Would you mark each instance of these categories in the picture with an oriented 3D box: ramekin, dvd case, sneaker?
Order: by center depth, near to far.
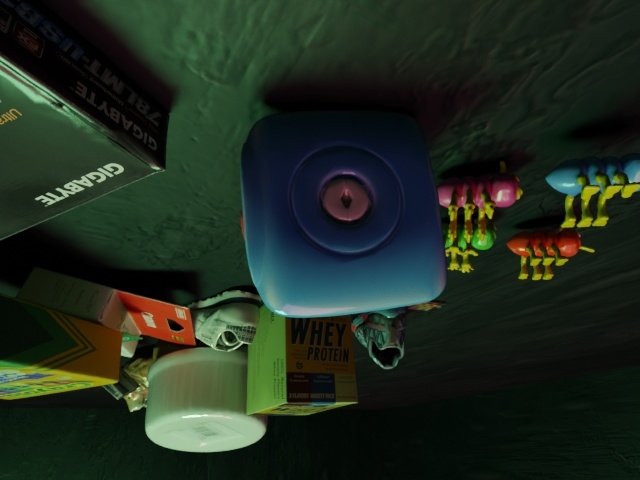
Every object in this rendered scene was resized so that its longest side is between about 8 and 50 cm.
[{"bbox_3d":[-0.197,0.164,0.822,0.090,0.095,0.235,15,152,-36],"label":"sneaker"},{"bbox_3d":[0.120,0.209,0.908,0.104,0.125,0.262,-3,154,1],"label":"sneaker"},{"bbox_3d":[-0.240,0.355,0.941,0.277,0.135,0.277,-3,140,-3],"label":"ramekin"},{"bbox_3d":[-0.473,0.275,0.944,0.164,0.018,0.221,43,160,-1],"label":"dvd case"}]

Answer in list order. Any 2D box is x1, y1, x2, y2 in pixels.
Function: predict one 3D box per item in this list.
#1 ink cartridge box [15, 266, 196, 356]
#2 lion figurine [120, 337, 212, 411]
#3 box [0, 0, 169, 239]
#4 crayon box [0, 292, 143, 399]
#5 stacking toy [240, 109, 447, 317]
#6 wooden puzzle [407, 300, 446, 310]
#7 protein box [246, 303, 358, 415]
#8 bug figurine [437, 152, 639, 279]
[{"bbox_3d":[-0.349,0.152,0.762,0.238,0.060,0.275,17,151,-5],"label":"ink cartridge box"},{"bbox_3d":[-0.369,0.307,1.085,0.240,0.142,0.392,18,134,-21],"label":"lion figurine"},{"bbox_3d":[-0.318,-0.099,0.295,0.295,0.073,0.293,-15,149,20],"label":"box"},{"bbox_3d":[-0.427,0.155,0.588,0.203,0.083,0.323,-12,155,11],"label":"crayon box"},{"bbox_3d":[0.000,0.000,0.481,0.165,0.175,0.302,-4,168,-9],"label":"stacking toy"},{"bbox_3d":[0.216,0.134,0.900,0.083,0.006,0.049,9,151,-23],"label":"wooden puzzle"},{"bbox_3d":[-0.044,0.219,0.827,0.135,0.200,0.201,10,151,-25],"label":"protein box"},{"bbox_3d":[0.235,-0.026,0.504,0.216,0.072,0.279,-1,159,11],"label":"bug figurine"}]
